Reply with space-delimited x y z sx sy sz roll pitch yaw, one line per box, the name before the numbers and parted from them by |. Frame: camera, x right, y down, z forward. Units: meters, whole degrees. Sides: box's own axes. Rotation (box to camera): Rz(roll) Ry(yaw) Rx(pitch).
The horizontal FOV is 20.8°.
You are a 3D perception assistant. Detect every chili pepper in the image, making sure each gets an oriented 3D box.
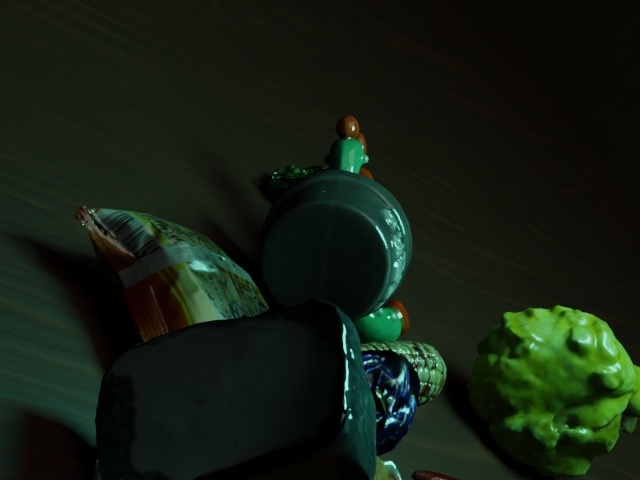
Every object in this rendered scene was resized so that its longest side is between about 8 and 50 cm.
chili pepper | 0.017 -0.043 2.384 0.108 0.062 0.216 8 -24 50

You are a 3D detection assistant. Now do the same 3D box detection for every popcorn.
popcorn | 0.325 0.193 2.351 0.266 0.233 0.192 13 23 -14

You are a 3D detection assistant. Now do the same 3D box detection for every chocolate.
chocolate | 0.036 0.224 1.808 0.126 0.148 0.343 18 23 -2

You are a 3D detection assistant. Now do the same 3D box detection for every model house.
model house | -0.030 0.219 1.548 0.291 0.253 0.184 54 25 -37

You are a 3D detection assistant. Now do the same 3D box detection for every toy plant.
toy plant | 0.029 0.013 2.140 0.279 0.185 0.400 57 8 -3

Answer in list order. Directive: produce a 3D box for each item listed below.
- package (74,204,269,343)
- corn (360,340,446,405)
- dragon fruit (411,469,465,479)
package | -0.123 0.068 1.807 0.223 0.108 0.288 57 18 22
corn | 0.073 0.160 2.081 0.086 0.086 0.253 54 20 21
dragon fruit | 0.228 0.383 1.805 0.344 0.100 0.282 61 5 26
